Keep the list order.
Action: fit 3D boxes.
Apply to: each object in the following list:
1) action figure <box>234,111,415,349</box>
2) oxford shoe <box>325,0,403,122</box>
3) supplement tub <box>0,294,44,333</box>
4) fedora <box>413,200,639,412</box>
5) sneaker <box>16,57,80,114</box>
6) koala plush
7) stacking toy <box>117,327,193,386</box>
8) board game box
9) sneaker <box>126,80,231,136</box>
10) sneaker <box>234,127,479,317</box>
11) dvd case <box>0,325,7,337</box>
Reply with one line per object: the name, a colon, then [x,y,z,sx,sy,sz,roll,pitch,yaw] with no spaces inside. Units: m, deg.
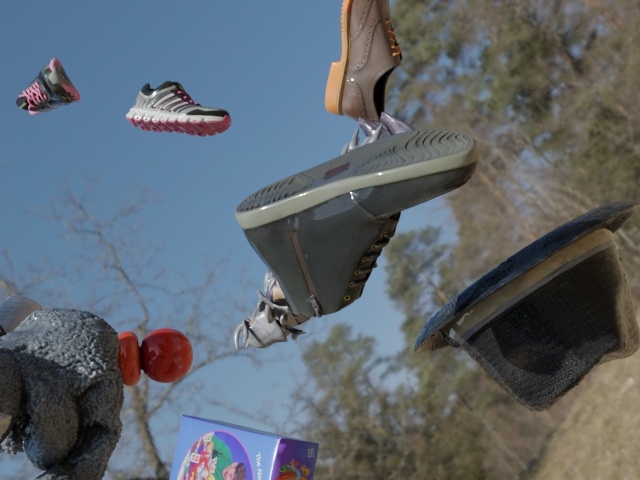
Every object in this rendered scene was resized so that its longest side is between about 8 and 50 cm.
action figure: [0.000,0.000,1.032,0.285,0.099,0.185,-53,-1,-8]
oxford shoe: [0.114,-0.411,1.971,0.130,0.133,0.363,-39,-34,-55]
supplement tub: [-0.441,0.139,1.407,0.071,0.071,0.107,-57,10,47]
fedora: [0.266,0.094,1.122,0.334,0.152,0.334,-31,-13,-8]
sneaker: [-0.274,-0.146,0.981,0.057,0.047,0.119,-30,7,-14]
koala plush: [-0.319,0.152,0.957,0.221,0.196,0.203,18,-78,-56]
stacking toy: [-0.370,0.191,1.577,0.330,0.141,0.141,-5,-27,-12]
board game box: [-0.136,0.439,1.400,0.078,0.347,0.233,18,-12,-40]
sneaker: [-0.206,-0.199,1.455,0.063,0.170,0.074,35,-115,-62]
sneaker: [0.046,-0.014,0.840,0.222,0.118,0.083,-16,23,28]
dvd case: [-0.526,0.146,1.364,0.239,0.179,0.029,-43,-6,35]
